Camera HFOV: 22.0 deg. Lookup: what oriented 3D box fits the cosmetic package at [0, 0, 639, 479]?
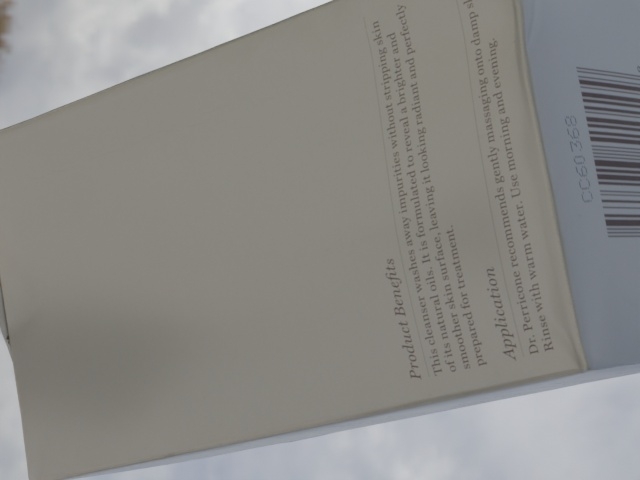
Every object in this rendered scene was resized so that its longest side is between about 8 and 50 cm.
[{"bbox_3d":[0.000,0.000,0.901,0.385,0.156,0.217,-14,-99,39],"label":"cosmetic package"}]
